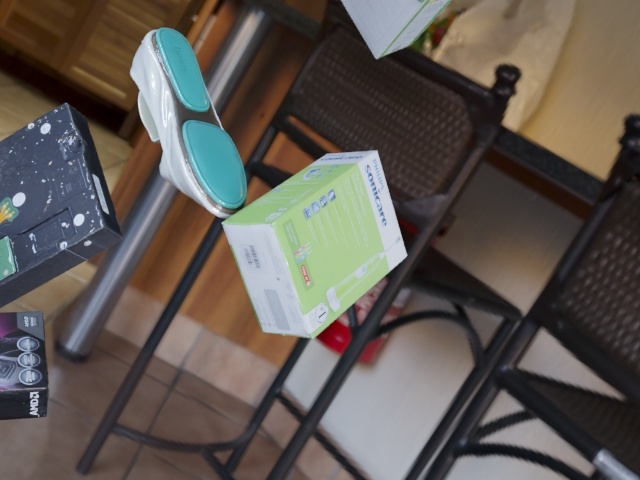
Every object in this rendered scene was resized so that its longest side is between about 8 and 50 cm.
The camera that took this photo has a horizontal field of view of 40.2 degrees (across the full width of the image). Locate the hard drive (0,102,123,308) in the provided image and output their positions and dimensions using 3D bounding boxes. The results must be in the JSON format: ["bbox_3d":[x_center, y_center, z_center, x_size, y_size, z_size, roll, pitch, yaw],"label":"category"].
[{"bbox_3d":[-0.474,-0.027,1.307,0.236,0.339,0.064,66,10,27],"label":"hard drive"}]

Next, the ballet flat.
[{"bbox_3d":[-0.235,-0.182,1.504,0.139,0.139,0.400,15,47,-55],"label":"ballet flat"}]

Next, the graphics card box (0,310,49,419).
[{"bbox_3d":[-0.726,0.247,1.700,0.371,0.094,0.232,1,35,-21],"label":"graphics card box"}]

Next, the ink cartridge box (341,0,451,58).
[{"bbox_3d":[0.099,-0.307,0.991,0.109,0.062,0.209,61,-25,6],"label":"ink cartridge box"}]

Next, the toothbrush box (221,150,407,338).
[{"bbox_3d":[0.000,0.000,1.447,0.122,0.206,0.283,2,29,43],"label":"toothbrush box"}]
